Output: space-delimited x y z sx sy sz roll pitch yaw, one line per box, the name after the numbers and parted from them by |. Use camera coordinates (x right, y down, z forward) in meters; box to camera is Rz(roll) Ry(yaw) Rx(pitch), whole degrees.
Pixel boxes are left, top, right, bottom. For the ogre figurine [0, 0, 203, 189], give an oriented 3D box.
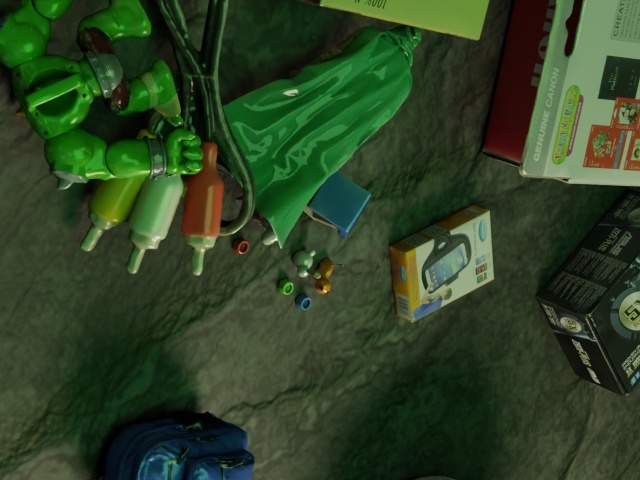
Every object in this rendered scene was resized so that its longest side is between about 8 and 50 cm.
-0.180 -0.127 1.239 0.118 0.097 0.197 -26 114 -18 | ogre figurine

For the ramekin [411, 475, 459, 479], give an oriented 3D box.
0.128 0.384 1.702 0.277 0.135 0.277 -18 118 -37 | ramekin

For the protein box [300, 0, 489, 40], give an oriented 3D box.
0.048 -0.292 1.361 0.199 0.136 0.201 4 103 -44 | protein box

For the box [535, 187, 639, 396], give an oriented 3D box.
0.346 0.058 1.814 0.180 0.077 0.147 -47 131 -19 | box

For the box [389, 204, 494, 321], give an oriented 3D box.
0.131 0.020 1.637 0.136 0.028 0.081 -25 121 -32 | box

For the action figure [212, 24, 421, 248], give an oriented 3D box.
0.007 -0.119 1.435 0.232 0.063 0.137 -41 117 -18 | action figure

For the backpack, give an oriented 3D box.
-0.125 0.206 1.426 0.120 0.101 0.098 1 99 -39 | backpack

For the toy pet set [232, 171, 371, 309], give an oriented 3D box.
0.000 0.000 1.482 0.122 0.065 0.114 42 77 -44 | toy pet set

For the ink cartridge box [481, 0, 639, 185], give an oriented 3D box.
0.278 -0.218 1.607 0.271 0.130 0.309 1 105 -41 | ink cartridge box

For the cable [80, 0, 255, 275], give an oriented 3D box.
-0.102 -0.110 1.322 0.139 0.072 0.287 12 104 -10 | cable
